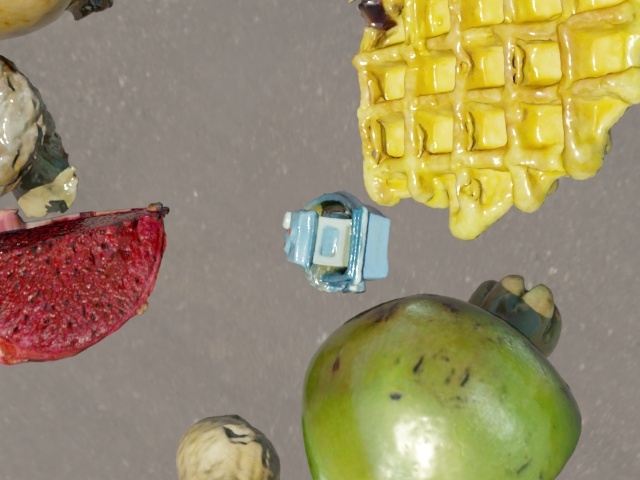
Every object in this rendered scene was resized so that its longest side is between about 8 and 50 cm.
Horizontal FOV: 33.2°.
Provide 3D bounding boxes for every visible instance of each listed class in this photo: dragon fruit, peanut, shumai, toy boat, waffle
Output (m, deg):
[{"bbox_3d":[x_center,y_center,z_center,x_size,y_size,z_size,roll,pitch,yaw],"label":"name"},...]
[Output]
[{"bbox_3d":[-0.281,0.041,1.064,0.161,0.126,0.274,9,20,42],"label":"dragon fruit"},{"bbox_3d":[-0.076,0.212,0.882,0.099,0.100,0.214,-4,29,-1],"label":"peanut"},{"bbox_3d":[-0.351,-0.106,1.168,0.209,0.153,0.161,-52,60,25],"label":"shumai"},{"bbox_3d":[0.000,0.000,1.132,0.098,0.238,0.109,5,91,-11],"label":"toy boat"},{"bbox_3d":[0.104,-0.162,0.700,0.283,0.309,0.065,48,31,23],"label":"waffle"}]

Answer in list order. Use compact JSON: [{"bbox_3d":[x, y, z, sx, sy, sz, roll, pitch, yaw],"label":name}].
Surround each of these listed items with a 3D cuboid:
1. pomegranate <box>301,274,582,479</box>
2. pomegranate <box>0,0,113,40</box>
[{"bbox_3d":[0.088,0.103,0.766,0.241,0.190,0.159,-41,96,-8],"label":"pomegranate"},{"bbox_3d":[-0.362,-0.364,1.154,0.307,0.307,0.307,0,67,1],"label":"pomegranate"}]
